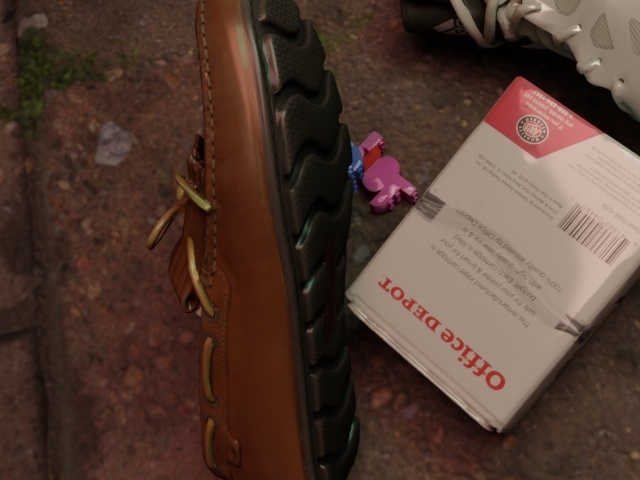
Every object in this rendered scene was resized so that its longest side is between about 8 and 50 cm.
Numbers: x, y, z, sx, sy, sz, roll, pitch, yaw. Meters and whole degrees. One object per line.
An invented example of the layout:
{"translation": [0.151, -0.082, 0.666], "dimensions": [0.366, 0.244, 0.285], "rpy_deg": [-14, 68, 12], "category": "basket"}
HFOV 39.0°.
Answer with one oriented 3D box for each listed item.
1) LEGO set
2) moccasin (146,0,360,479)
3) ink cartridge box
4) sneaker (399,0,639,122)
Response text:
{"translation": [0.000, 0.000, 0.752], "dimensions": [0.093, 0.087, 0.227], "rpy_deg": [40, 79, 22], "category": "LEGO set"}
{"translation": [-0.053, 0.012, 0.646], "dimensions": [0.147, 0.380, 0.139], "rpy_deg": [6, 28, 21], "category": "moccasin"}
{"translation": [0.148, 0.015, 0.689], "dimensions": [0.158, 0.092, 0.218], "rpy_deg": [41, 96, 22], "category": "ink cartridge box"}
{"translation": [0.215, -0.176, 0.785], "dimensions": [0.257, 0.169, 0.447], "rpy_deg": [-21, 70, 21], "category": "sneaker"}
